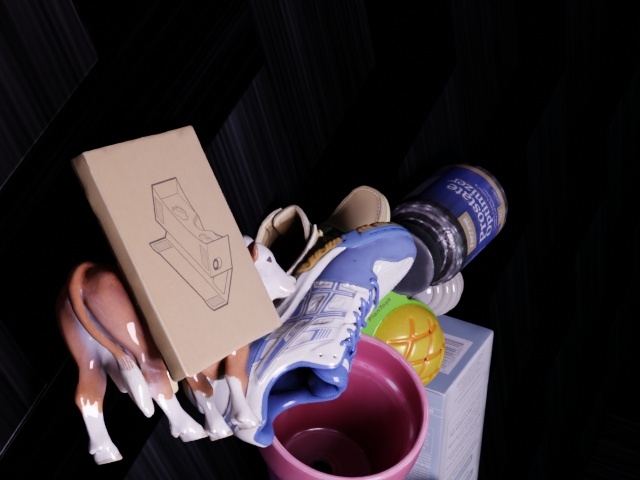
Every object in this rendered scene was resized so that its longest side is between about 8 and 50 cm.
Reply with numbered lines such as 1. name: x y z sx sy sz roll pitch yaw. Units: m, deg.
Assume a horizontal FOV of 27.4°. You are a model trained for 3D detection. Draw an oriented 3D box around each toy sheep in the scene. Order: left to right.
1. toy sheep: 0.153 0.068 1.849 0.132 0.091 0.091 -18 122 -56

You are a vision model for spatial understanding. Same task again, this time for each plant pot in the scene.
1. plant pot: 0.014 0.234 1.535 0.201 0.201 0.180 -54 165 -37

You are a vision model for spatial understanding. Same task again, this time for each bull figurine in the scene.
1. bull figurine: -0.122 0.088 1.191 0.310 0.101 0.188 -1 74 -58

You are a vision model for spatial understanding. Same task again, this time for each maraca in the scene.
1. maraca: 0.103 0.131 1.765 0.127 0.099 0.186 -49 129 -17

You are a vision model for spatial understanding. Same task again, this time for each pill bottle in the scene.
1. pill bottle: 0.154 -0.013 1.740 0.219 0.123 0.123 -39 140 -52

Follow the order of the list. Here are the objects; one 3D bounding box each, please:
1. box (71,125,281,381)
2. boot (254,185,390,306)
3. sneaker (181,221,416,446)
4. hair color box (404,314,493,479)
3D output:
1. box: -0.118 0.005 1.127 0.164 0.021 0.201 -25 90 -60
2. boot: 0.000 0.000 1.463 0.213 0.077 0.165 -58 152 -18
3. sneaker: 0.005 0.102 1.362 0.296 0.131 0.112 -38 145 -17
4. hair color box: 0.165 0.318 2.005 0.185 0.113 0.374 -43 142 -49
